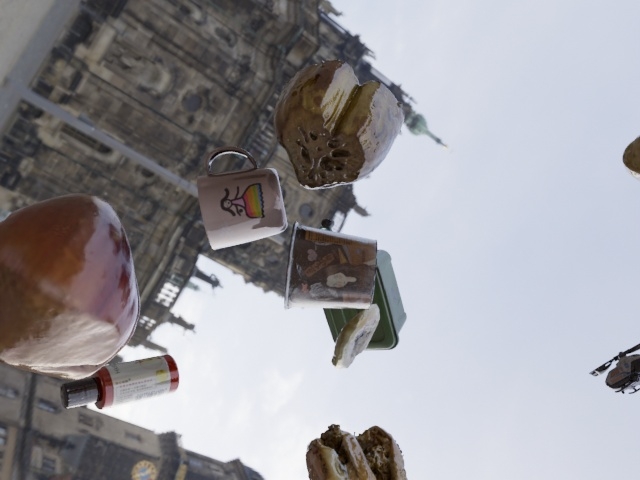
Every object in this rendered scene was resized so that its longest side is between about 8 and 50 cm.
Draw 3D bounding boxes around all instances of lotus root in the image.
[{"bbox_3d":[0.039,-0.272,1.490,0.316,0.316,0.250,-36,-156,39],"label":"lotus root"}]

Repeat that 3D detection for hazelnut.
[{"bbox_3d":[-0.495,0.081,1.180,0.372,0.316,0.372,-160,-90,-82],"label":"hazelnut"}]

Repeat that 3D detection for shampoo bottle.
[{"bbox_3d":[-0.498,0.357,1.540,0.104,0.278,0.104,7,-80,50],"label":"shampoo bottle"}]

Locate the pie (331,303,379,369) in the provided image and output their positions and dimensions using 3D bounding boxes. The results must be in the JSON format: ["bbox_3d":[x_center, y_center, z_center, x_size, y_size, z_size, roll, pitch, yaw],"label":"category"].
[{"bbox_3d":[0.101,0.254,1.714,0.218,0.052,0.185,-36,146,-45],"label":"pie"}]

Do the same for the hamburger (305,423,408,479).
[{"bbox_3d":[0.078,0.552,1.463,0.245,0.212,0.260,177,-96,-70],"label":"hamburger"}]

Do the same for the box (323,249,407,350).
[{"bbox_3d":[0.144,0.194,2.087,0.253,0.328,0.178,-7,-165,31],"label":"box"}]

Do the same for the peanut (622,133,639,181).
[{"bbox_3d":[0.695,-0.195,1.190,0.298,0.120,0.136,-30,-145,-24],"label":"peanut"}]

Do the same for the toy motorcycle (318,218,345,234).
[{"bbox_3d":[0.000,0.000,2.166,0.173,0.058,0.100,-43,-112,-12],"label":"toy motorcycle"}]

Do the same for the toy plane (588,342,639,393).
[{"bbox_3d":[0.641,0.251,1.262,0.197,0.054,0.078,-54,-144,36],"label":"toy plane"}]

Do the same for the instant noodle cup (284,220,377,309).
[{"bbox_3d":[0.025,0.071,1.486,0.217,0.208,0.217,6,90,-90],"label":"instant noodle cup"}]

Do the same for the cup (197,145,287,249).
[{"bbox_3d":[-0.202,-0.120,1.592,0.191,0.201,0.252,130,-52,-86],"label":"cup"}]
